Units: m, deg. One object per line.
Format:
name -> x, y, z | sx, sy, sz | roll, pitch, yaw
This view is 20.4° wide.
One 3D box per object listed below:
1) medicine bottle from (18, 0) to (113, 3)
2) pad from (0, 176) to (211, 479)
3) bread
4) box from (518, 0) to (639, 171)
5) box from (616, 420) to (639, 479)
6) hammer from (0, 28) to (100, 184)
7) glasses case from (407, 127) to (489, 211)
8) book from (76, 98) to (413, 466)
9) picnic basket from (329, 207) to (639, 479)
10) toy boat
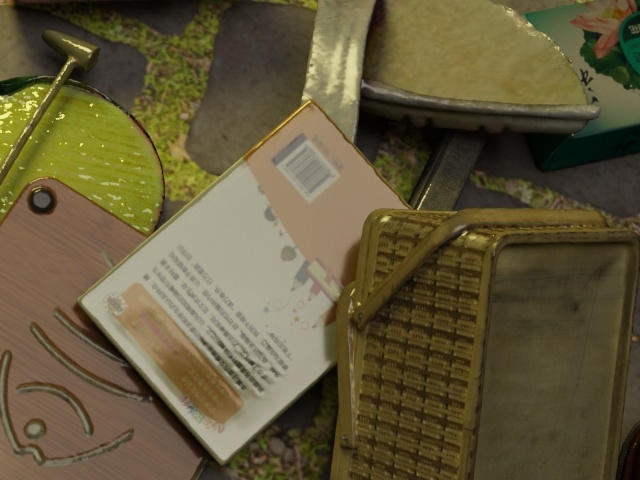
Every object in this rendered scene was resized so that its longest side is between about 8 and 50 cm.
medicine bottle -> -0.189, -0.315, 1.791 | 0.254, 0.152, 0.152 | -3, 69, -15
pad -> -0.217, 0.120, 1.652 | 0.286, 0.018, 0.284 | 32, 70, -4
bread -> -0.266, -0.057, 1.728 | 0.228, 0.033, 0.228 | 6, 65, -13
box -> 0.332, -0.177, 1.902 | 0.244, 0.092, 0.153 | -13, 72, -20
box -> 0.471, 0.303, 1.726 | 0.403, 0.108, 0.263 | 14, 65, -9
hammer -> -0.284, -0.126, 1.722 | 0.060, 0.028, 0.195 | 25, 61, 4
glasses case -> 0.107, -0.027, 1.793 | 0.047, 0.071, 0.205 | 27, 64, 2
book -> -0.050, 0.037, 1.662 | 0.295, 0.020, 0.208 | -41, 88, -7
picnic basket -> 0.143, 0.121, 1.590 | 0.228, 0.175, 0.313 | 0, 99, -45
toy boat -> 0.103, -0.182, 1.809 | 0.293, 0.111, 0.276 | -3, 44, -9
